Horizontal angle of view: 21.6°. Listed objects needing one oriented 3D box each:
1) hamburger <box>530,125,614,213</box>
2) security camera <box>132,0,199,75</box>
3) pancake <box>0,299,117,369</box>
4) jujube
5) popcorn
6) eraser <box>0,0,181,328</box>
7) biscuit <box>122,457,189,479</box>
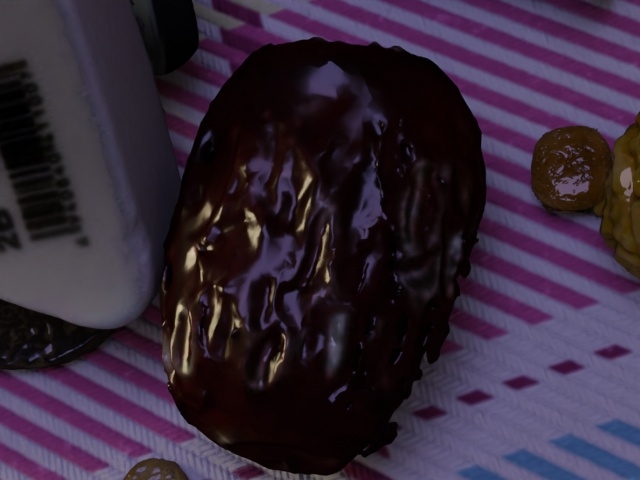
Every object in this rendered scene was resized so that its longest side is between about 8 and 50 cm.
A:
[{"bbox_3d":[0.224,-0.063,1.490,0.076,0.044,0.083,-11,68,10],"label":"hamburger"},{"bbox_3d":[-0.269,-0.224,1.571,0.277,0.191,0.197,-16,49,-10],"label":"security camera"},{"bbox_3d":[-0.280,-0.010,1.600,0.288,0.033,0.286,13,72,19],"label":"pancake"},{"bbox_3d":[0.000,0.000,1.411,0.258,0.258,0.377,10,66,18],"label":"jujube"},{"bbox_3d":[0.318,-0.043,1.409,0.170,0.180,0.180,-33,55,42],"label":"popcorn"},{"bbox_3d":[-0.243,-0.065,1.444,0.331,0.331,0.150,-4,22,12],"label":"eraser"},{"bbox_3d":[-0.165,0.257,1.462,0.071,0.018,0.147,26,77,25],"label":"biscuit"}]
